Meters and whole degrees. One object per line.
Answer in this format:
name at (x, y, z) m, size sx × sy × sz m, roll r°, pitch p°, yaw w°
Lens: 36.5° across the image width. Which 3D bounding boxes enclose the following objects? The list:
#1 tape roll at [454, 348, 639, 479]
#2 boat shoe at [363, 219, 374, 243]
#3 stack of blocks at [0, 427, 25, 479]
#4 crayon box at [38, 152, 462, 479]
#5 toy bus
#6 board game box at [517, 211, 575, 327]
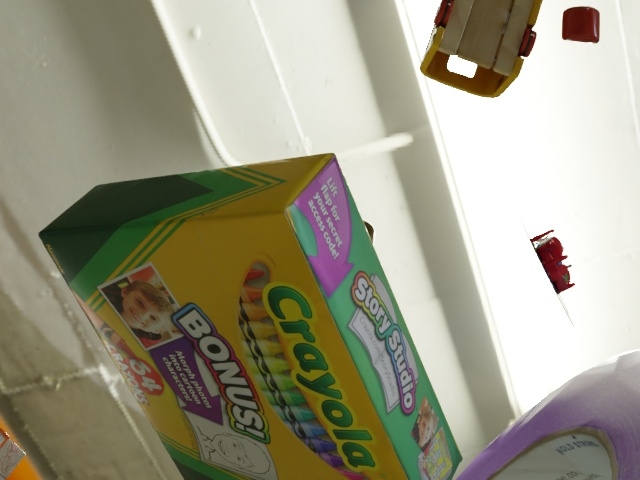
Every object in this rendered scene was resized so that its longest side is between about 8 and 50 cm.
tape roll at (0.086, 0.176, 0.384) m, size 0.090 × 0.275 × 0.275 m, roll 40°, pitch -63°, yaw 1°
boat shoe at (0.000, 0.000, 1.213) m, size 0.152 × 0.056 × 0.049 m, roll 4°, pitch -41°, yaw 26°
stack of blocks at (-0.561, 0.275, 1.388) m, size 0.297 × 0.087 × 0.171 m, roll 11°, pitch -37°, yaw 36°
crayon box at (-0.065, 0.108, 0.960) m, size 0.313 × 0.106 × 0.363 m, roll -3°, pitch -58°, yaw 38°
toy bus at (0.169, -0.245, 0.969) m, size 0.202 × 0.104 × 0.191 m, roll -24°, pitch -96°, yaw -10°
board game box at (0.288, 0.027, 1.182) m, size 0.033 × 0.169 × 0.133 m, roll -27°, pitch -81°, yaw 13°
